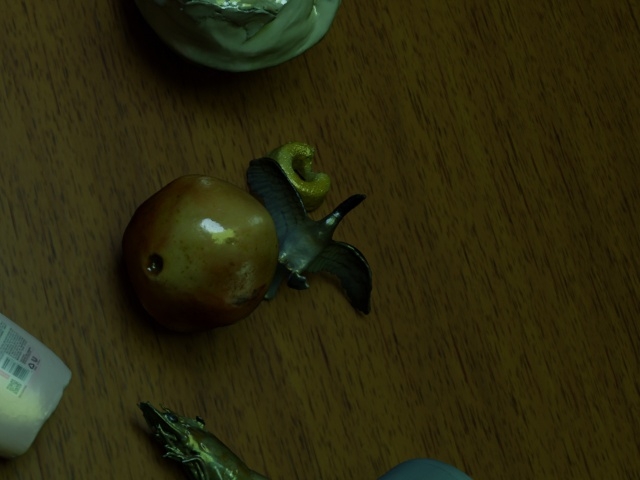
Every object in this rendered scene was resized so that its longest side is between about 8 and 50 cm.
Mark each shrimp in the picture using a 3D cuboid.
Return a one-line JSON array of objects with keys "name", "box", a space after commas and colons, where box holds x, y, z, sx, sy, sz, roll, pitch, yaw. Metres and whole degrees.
[{"name": "shrimp", "box": [-0.144, 0.333, 1.958, 0.296, 0.058, 0.169, 42, 53, -13]}]

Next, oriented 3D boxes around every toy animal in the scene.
[{"name": "toy animal", "box": [-0.004, 0.008, 2.134, 0.272, 0.197, 0.160, 46, 54, -11]}]

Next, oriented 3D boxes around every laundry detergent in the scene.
[{"name": "laundry detergent", "box": [-0.465, 0.120, 1.833, 0.335, 0.088, 0.159, 35, 53, -13]}]

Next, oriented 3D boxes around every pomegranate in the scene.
[{"name": "pomegranate", "box": [-0.160, 0.018, 2.016, 0.209, 0.209, 0.209, 15, 60, -27]}]

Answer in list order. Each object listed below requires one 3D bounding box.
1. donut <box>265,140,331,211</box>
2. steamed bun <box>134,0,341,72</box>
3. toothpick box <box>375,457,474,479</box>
[{"name": "donut", "box": [-0.033, -0.096, 2.253, 0.097, 0.043, 0.108, -25, 78, -39]}, {"name": "steamed bun", "box": [-0.143, -0.363, 2.200, 0.347, 0.237, 0.394, 26, 28, 12]}, {"name": "toothpick box", "box": [0.052, 0.433, 1.908, 0.355, 0.263, 0.263, -27, 83, -38]}]
